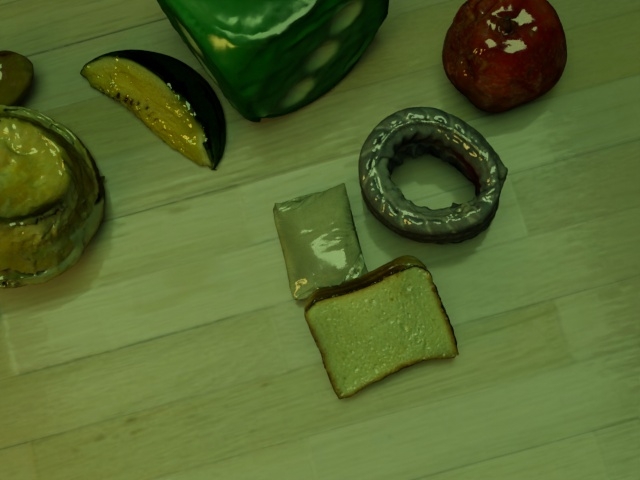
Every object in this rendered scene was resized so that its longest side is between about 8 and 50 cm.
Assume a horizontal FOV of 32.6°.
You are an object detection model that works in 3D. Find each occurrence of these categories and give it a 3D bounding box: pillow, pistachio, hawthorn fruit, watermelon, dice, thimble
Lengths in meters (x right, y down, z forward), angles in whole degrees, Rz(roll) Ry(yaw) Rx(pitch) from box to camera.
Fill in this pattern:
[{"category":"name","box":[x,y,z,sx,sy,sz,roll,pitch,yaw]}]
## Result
[{"category":"pillow","box":[0.000,0.000,1.798,0.134,0.078,0.181,-13,77,2]},{"category":"pistachio","box":[-0.580,-0.256,1.884,0.189,0.100,0.110,-28,100,-12]},{"category":"hawthorn fruit","box":[0.300,-0.325,1.766,0.207,0.243,0.207,-1,79,6]},{"category":"watermelon","box":[-0.271,-0.246,1.876,0.301,0.123,0.129,38,115,10]},{"category":"dice","box":[-0.087,-0.391,1.779,0.297,0.300,0.287,-41,75,-4]},{"category":"thimble","box":[0.179,-0.098,1.764,0.236,0.172,0.205,9,81,8]}]

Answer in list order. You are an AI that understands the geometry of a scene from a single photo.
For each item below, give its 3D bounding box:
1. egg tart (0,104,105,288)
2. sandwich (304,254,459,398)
[{"category":"egg tart","box":[-0.509,-0.090,1.765,0.345,0.132,0.345,10,61,-18]},{"category":"sandwich","box":[0.094,0.137,1.736,0.215,0.065,0.186,-24,103,0]}]
